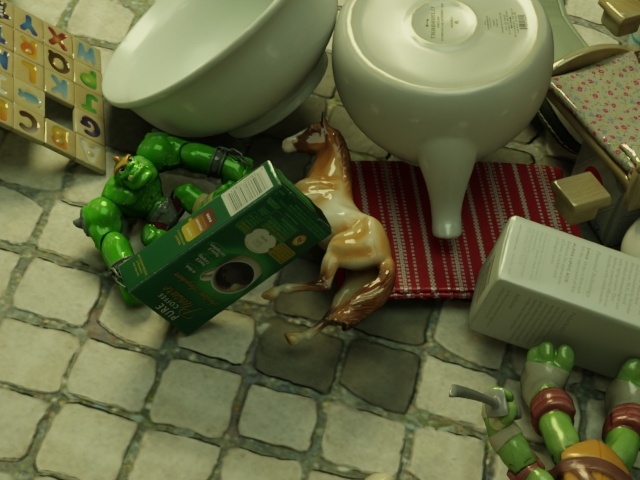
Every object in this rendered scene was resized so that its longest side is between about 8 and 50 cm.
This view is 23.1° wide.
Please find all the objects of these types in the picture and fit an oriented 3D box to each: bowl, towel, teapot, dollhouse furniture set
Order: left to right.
[{"bbox_3d":[-0.085,-0.208,1.713,0.134,0.298,0.298,49,42,-26],"label":"bowl"},{"bbox_3d":[0.129,-0.172,1.685,0.252,0.187,0.256,36,61,27],"label":"teapot"},{"bbox_3d":[0.146,-0.010,1.686,0.274,0.031,0.199,1,49,-10],"label":"towel"},{"bbox_3d":[0.347,-0.215,1.688,0.355,0.174,0.303,-17,51,-24],"label":"dollhouse furniture set"}]

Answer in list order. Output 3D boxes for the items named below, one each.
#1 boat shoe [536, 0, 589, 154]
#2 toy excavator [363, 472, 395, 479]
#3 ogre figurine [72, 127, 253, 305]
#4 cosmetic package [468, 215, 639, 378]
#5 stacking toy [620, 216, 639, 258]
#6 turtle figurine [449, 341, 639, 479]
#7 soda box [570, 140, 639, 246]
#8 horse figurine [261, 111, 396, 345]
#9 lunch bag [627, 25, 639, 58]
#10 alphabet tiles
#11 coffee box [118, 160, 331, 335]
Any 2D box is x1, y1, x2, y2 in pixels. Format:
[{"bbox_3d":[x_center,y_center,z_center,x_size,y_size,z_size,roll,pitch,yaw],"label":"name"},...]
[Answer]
[{"bbox_3d":[0.259,-0.212,1.850,0.114,0.091,0.303,8,51,-32],"label":"boat shoe"},{"bbox_3d":[0.243,0.338,1.237,0.222,0.433,0.445,-40,93,-35],"label":"toy excavator"},{"bbox_3d":[-0.170,-0.035,1.612,0.118,0.097,0.197,34,87,10],"label":"ogre figurine"},{"bbox_3d":[0.275,0.068,1.560,0.231,0.117,0.085,18,60,-2],"label":"cosmetic package"},{"bbox_3d":[0.549,0.018,1.593,0.479,0.351,0.351,2,46,13],"label":"stacking toy"},{"bbox_3d":[0.255,0.161,1.415,0.197,0.275,0.266,-19,21,15],"label":"turtle figurine"},{"bbox_3d":[0.429,-0.082,1.759,0.286,0.091,0.098,-11,51,-19],"label":"soda box"},{"bbox_3d":[0.000,0.000,1.596,0.174,0.066,0.263,-30,50,-11],"label":"horse figurine"},{"bbox_3d":[0.503,-0.266,1.943,0.219,0.090,0.176,22,51,11],"label":"lunch bag"},{"bbox_3d":[-0.333,-0.189,1.689,0.237,0.009,0.198,26,39,-34],"label":"alphabet tiles"},{"bbox_3d":[-0.092,0.009,1.515,0.184,0.113,0.040,-36,53,10],"label":"coffee box"}]
